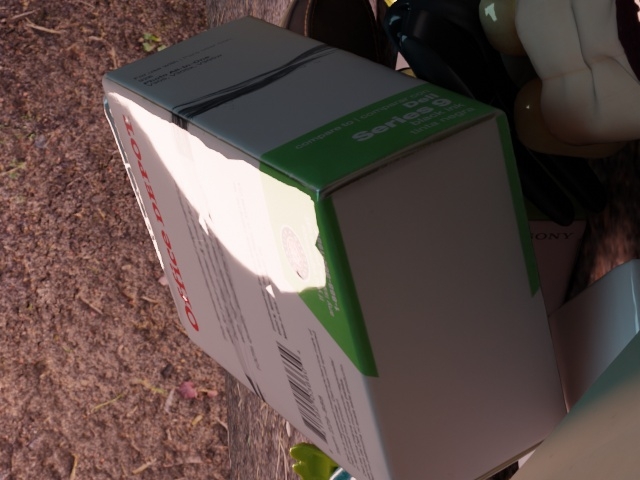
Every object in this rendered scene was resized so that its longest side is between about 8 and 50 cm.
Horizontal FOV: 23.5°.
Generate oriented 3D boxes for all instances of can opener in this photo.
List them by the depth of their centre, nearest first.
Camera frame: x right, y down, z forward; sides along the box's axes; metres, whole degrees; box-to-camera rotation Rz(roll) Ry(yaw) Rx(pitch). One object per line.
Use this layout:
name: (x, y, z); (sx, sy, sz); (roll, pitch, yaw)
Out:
can opener: (0.102, -0.074, 0.907); (0.059, 0.186, 0.073); (-11, 43, 44)

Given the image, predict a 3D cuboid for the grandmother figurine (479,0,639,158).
grandmother figurine: (0.169, -0.105, 0.705); (0.208, 0.104, 0.342); (62, 171, -10)

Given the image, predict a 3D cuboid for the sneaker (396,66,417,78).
sneaker: (0.047, -0.048, 1.084); (0.121, 0.079, 0.217); (-104, 11, -51)

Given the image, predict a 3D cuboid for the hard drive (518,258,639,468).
hard drive: (0.170, 0.210, 0.857); (0.233, 0.047, 0.353); (121, 146, -72)

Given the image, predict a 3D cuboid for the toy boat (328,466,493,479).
toy boat: (0.041, 0.298, 1.159); (0.267, 0.148, 0.318); (-110, 32, -46)

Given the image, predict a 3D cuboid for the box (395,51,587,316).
box: (0.109, -0.032, 1.144); (0.322, 0.058, 0.232); (-105, 16, -48)

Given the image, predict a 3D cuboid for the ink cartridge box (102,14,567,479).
ink cartridge box: (0.000, 0.000, 0.920); (0.289, 0.121, 0.211); (32, 143, 55)

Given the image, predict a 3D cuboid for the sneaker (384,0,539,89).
sneaker: (0.062, -0.242, 1.043); (0.147, 0.145, 0.385); (98, 159, -52)

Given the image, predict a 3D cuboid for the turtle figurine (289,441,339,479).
turtle figurine: (0.049, 0.123, 1.326); (0.217, 0.087, 0.269); (-48, -14, -54)

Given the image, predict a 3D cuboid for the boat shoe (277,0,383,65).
boat shoe: (0.032, -0.111, 1.472); (0.130, 0.132, 0.355); (-35, 49, 48)

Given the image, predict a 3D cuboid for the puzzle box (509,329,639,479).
puzzle box: (0.077, 0.186, 0.602); (0.409, 0.052, 0.272); (-47, 7, -8)
